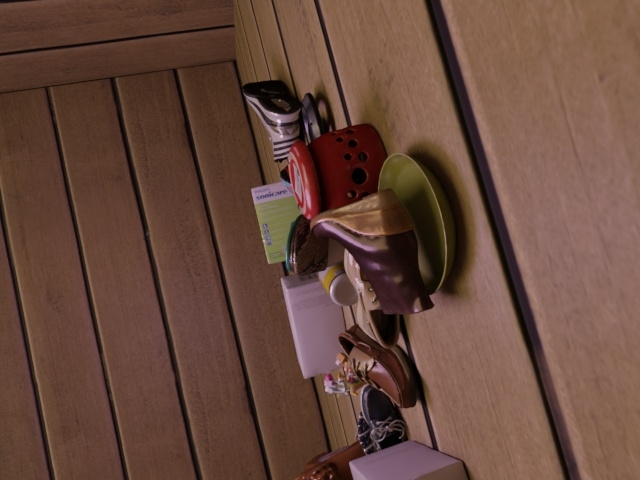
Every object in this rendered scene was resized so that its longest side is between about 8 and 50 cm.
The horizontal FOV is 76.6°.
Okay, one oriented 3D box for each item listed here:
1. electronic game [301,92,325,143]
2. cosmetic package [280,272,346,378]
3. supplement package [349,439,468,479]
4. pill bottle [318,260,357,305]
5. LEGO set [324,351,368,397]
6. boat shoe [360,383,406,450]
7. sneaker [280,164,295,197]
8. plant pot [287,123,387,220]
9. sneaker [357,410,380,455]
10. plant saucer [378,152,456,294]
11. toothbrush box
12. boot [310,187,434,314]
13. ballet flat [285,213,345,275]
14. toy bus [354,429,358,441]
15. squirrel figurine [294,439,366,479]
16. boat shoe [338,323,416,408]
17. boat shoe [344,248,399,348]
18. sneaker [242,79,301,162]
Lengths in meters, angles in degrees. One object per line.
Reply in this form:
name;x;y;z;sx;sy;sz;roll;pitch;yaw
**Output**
electronic game;-0.009;-0.305;1.162;0.229;0.048;0.229;164;90;-86
cosmetic package;-0.017;0.309;1.543;0.155;0.196;0.366;-139;39;-71
supplement package;0.190;0.556;0.852;0.293;0.177;0.175;108;147;-70
pill bottle;0.053;0.110;1.196;0.184;0.103;0.103;-129;28;-66
LEGO set;0.101;0.400;1.313;0.287;0.132;0.107;-23;-61;-78
boat shoe;0.176;0.508;1.077;0.079;0.095;0.255;149;106;-80
sneaker;-0.005;-0.130;1.183;0.262;0.104;0.125;43;167;34
plant pot;0.032;-0.134;0.852;0.191;0.174;0.191;165;90;-77
sneaker;0.176;0.611;1.181;0.122;0.110;0.283;83;174;-71
plant saucer;0.161;-0.029;0.680;0.241;0.037;0.241;167;90;-78
toothbrush box;-0.116;-0.076;1.497;0.122;0.206;0.283;-65;-39;-83
boot;0.078;0.034;0.721;0.248;0.090;0.207;-16;92;59
ballet flat;0.000;0.000;1.132;0.483;0.181;0.164;-125;40;-85
toy bus;0.156;0.880;1.575;0.104;0.191;0.202;17;134;25
squirrel figurine;0.096;0.836;1.203;0.397;0.281;0.371;17;-135;-62
boat shoe;0.129;0.310;1.012;0.324;0.119;0.123;-140;38;-72
boat shoe;0.124;0.102;0.860;0.098;0.109;0.302;45;150;53
sneaker;-0.188;-0.448;1.564;0.447;0.169;0.258;-121;22;-49
